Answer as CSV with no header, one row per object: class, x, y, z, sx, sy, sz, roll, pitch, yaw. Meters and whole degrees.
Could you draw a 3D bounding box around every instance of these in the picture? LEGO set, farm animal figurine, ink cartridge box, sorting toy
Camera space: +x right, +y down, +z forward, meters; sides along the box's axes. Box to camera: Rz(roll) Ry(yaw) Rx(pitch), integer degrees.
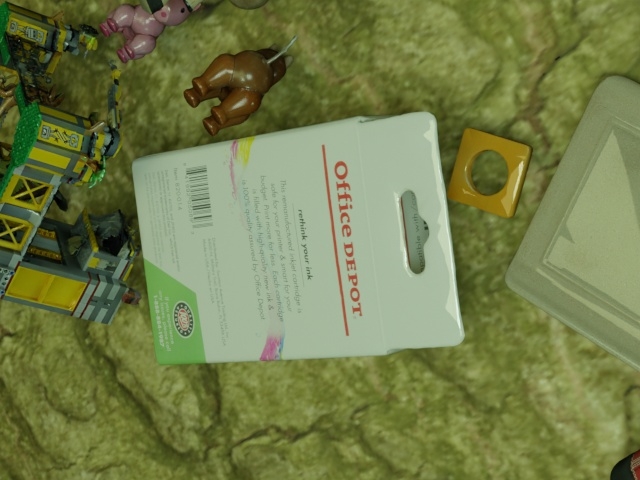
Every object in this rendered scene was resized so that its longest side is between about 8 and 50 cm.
LEGO set,-0.253,-0.074,1.343,0.255,0.192,0.331,-64,32,16
farm animal figurine,-0.123,-0.283,1.225,0.330,0.172,0.327,47,163,23
ink cartridge box,0.000,0.000,1.208,0.353,0.119,0.207,-6,92,39
sorting toy,0.261,-0.008,1.052,0.348,0.047,0.196,34,109,27

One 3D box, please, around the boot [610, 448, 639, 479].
boot,0.347,0.220,1.007,0.244,0.088,0.176,34,144,10
